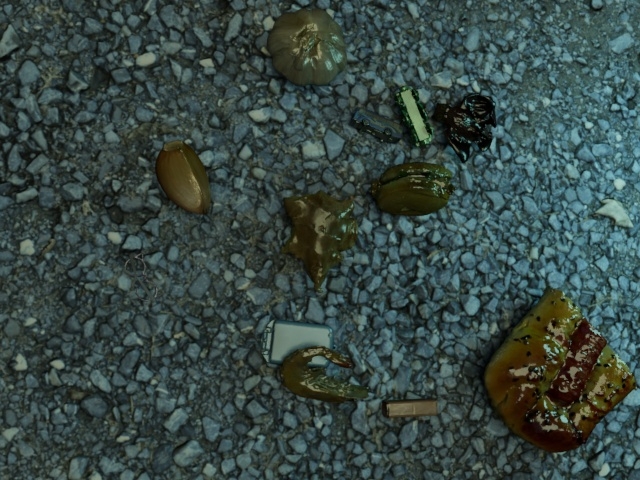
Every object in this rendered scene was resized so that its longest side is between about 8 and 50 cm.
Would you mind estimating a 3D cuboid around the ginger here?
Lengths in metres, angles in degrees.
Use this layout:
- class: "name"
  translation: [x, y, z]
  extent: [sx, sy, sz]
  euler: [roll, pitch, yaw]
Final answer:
- class: "ginger"
  translation: [0.000, 0.000, 1.750]
  extent: [0.218, 0.123, 0.270]
  euler: [-5, 95, -8]

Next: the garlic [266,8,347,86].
- class: "garlic"
  translation: [-0.034, -0.527, 1.777]
  extent: [0.227, 0.152, 0.228]
  euler: [2, 78, -11]

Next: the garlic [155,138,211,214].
- class: "garlic"
  translation: [-0.345, -0.156, 1.703]
  extent: [0.207, 0.128, 0.115]
  euler: [61, 34, -4]

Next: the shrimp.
- class: "shrimp"
  translation: [0.016, 0.351, 1.720]
  extent: [0.253, 0.058, 0.173]
  euler: [9, 113, -8]

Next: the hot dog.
- class: "hot dog"
  translation: [0.637, 0.381, 1.802]
  extent: [0.365, 0.196, 0.367]
  euler: [-41, 90, -8]

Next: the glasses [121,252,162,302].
- class: "glasses"
  translation: [-0.459, 0.093, 1.656]
  extent: [0.062, 0.104, 0.140]
  euler: [-26, 86, -11]

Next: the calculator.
- class: "calculator"
  translation: [-0.056, 0.278, 1.748]
  extent: [0.210, 0.039, 0.121]
  euler: [7, 85, -11]

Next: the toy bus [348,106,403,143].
- class: "toy bus"
  translation: [0.158, -0.323, 1.847]
  extent: [0.153, 0.051, 0.061]
  euler: [23, 68, -8]

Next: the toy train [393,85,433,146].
- class: "toy train"
  translation: [0.261, -0.346, 1.839]
  extent: [0.071, 0.104, 0.178]
  euler: [-22, 89, 0]

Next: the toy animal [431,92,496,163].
- class: "toy animal"
  translation: [0.410, -0.329, 1.884]
  extent: [0.179, 0.116, 0.219]
  euler: [23, 77, 18]

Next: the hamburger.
- class: "hamburger"
  translation: [0.247, -0.148, 1.780]
  extent: [0.215, 0.189, 0.122]
  euler: [2, 74, -9]

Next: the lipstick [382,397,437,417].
- class: "lipstick"
  translation: [0.244, 0.458, 1.785]
  extent: [0.145, 0.045, 0.045]
  euler: [0, 82, -10]
